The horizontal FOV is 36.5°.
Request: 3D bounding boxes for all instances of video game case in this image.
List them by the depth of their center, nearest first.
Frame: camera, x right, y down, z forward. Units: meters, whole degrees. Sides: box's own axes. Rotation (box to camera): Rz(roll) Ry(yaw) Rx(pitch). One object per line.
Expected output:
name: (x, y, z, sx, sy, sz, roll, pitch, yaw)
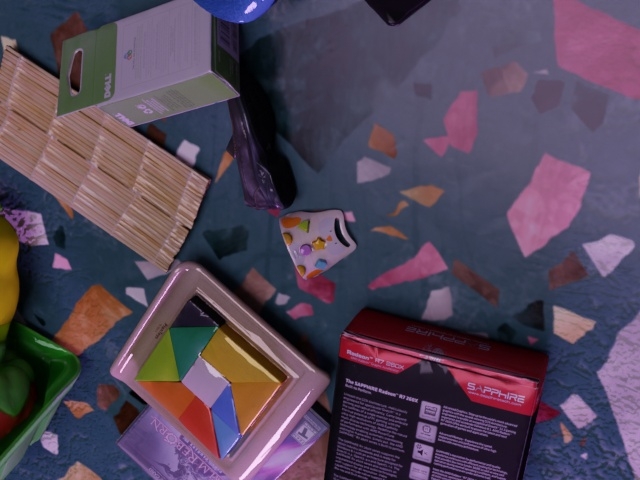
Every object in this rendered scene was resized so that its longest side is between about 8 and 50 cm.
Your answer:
video game case: (-0.134, 0.256, 1.299, 0.196, 0.026, 0.274, 42, 118, 2)

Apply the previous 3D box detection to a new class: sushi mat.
sushi mat: (-0.291, -0.100, 1.226, 0.316, 0.019, 0.151, 34, 117, 6)

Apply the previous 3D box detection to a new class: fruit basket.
fruit basket: (-0.515, 0.131, 1.282, 0.392, 0.283, 0.392, 17, 132, 19)

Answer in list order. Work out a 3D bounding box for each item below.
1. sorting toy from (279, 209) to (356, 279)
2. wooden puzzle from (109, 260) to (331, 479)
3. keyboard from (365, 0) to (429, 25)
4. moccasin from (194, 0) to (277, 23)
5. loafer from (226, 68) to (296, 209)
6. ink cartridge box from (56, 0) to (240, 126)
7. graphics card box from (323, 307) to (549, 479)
sorting toy: (0.000, 0.000, 1.146, 0.075, 0.045, 0.083, -23, 101, 7)
wooden puzzle: (-0.135, 0.174, 1.229, 0.238, 0.044, 0.221, 38, 118, 4)
keyboard: (0.114, -0.311, 0.990, 0.192, 0.038, 0.100, -35, 118, 27)
moccasin: (-0.168, -0.373, 1.026, 0.138, 0.117, 0.342, -32, 101, 40)
loafer: (-0.085, -0.112, 1.120, 0.061, 0.062, 0.170, -8, 105, 29)
ink cartridge box: (-0.194, -0.197, 1.099, 0.209, 0.062, 0.109, -12, 67, 24)
graphics card box: (0.124, 0.282, 1.169, 0.233, 0.094, 0.371, 12, 113, 16)
